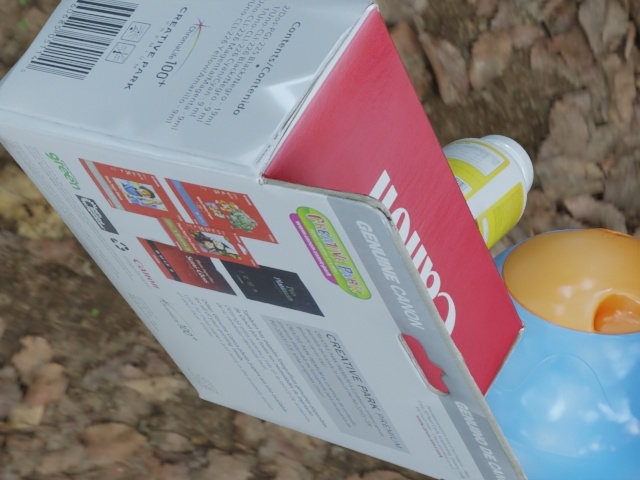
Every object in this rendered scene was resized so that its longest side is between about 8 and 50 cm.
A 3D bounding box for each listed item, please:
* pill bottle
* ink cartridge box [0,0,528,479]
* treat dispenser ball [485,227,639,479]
[{"bbox_3d":[0.133,-0.036,1.475,0.103,0.184,0.103,13,117,26],"label":"pill bottle"},{"bbox_3d":[0.000,0.000,0.919,0.272,0.309,0.130,15,61,33],"label":"ink cartridge box"},{"bbox_3d":[0.269,0.130,1.599,0.288,0.288,0.288,-3,77,13],"label":"treat dispenser ball"}]
